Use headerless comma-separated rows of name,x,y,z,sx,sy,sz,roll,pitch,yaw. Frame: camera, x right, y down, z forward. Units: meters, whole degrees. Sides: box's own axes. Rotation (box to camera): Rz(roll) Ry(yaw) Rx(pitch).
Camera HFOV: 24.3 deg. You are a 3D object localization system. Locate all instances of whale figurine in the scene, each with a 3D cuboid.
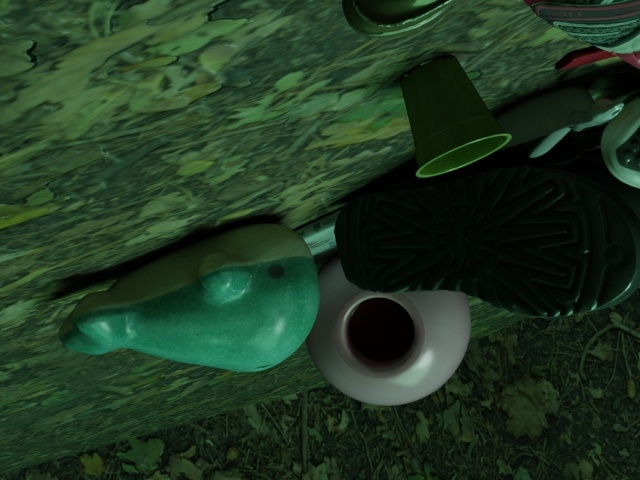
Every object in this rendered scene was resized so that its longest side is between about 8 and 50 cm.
whale figurine,-0.126,0.080,1.536,0.272,0.141,0.216,-15,169,-27

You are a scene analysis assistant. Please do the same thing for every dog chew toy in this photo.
dog chew toy,0.094,0.089,1.894,0.207,0.206,0.332,-23,-178,11

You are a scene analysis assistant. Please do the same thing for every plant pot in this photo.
plant pot,0.103,-0.104,1.212,0.083,0.079,0.083,-20,170,-4

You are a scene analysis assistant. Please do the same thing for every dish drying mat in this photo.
dish drying mat,0.257,-0.172,1.374,0.083,0.008,0.032,-17,170,-27

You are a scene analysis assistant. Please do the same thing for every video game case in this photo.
video game case,0.000,0.000,1.721,0.143,0.019,0.157,-25,169,17

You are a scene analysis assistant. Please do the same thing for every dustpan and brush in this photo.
dustpan and brush,0.237,-0.118,1.467,0.147,0.060,0.211,-17,169,-20

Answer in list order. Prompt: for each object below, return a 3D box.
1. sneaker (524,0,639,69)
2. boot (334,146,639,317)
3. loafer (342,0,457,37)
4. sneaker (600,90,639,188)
sneaker,0.233,-0.205,0.878,0.112,0.120,0.299,18,144,-22
boot,0.293,-0.022,1.642,0.367,0.146,0.445,7,-171,41
loafer,0.077,-0.173,0.887,0.148,0.056,0.050,-32,169,1
sneaker,0.350,-0.112,1.551,0.118,0.110,0.292,-11,-171,36
